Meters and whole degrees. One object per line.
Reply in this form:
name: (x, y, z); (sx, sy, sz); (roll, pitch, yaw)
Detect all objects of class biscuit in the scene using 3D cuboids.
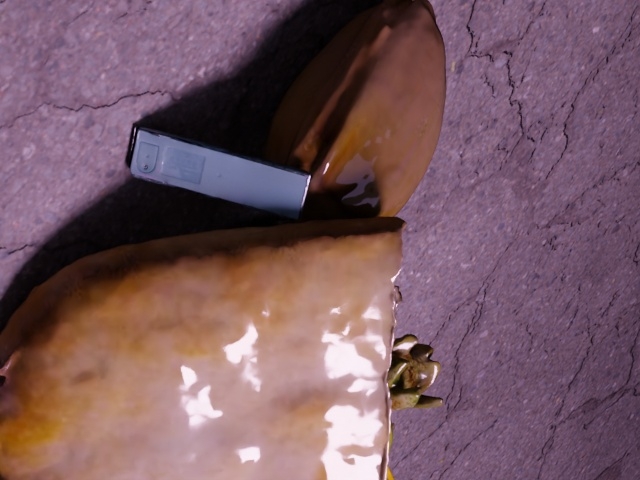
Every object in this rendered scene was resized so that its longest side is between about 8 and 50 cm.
biscuit: (-0.121, 0.194, 1.361); (0.446, 0.104, 0.429); (-7, 114, -2)

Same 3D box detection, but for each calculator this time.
calculator: (-0.097, -0.063, 1.281); (0.018, 0.172, 0.057); (-71, 175, -57)

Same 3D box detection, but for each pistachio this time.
pistachio: (0.047, -0.122, 1.382); (0.260, 0.163, 0.213); (-55, 168, -15)

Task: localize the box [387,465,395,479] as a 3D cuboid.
box: (-0.025, 0.416, 1.890); (0.301, 0.084, 0.193); (-41, 146, -13)

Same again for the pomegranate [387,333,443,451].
pomegranate: (-0.001, 0.186, 1.523); (0.302, 0.236, 0.236); (-37, 156, 33)

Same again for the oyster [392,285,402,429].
oyster: (0.039, 0.170, 1.725); (0.129, 0.078, 0.345); (-33, 135, -35)

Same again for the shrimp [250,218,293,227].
shrimp: (0.000, 0.003, 1.461); (0.195, 0.148, 0.035); (-8, 108, -42)
